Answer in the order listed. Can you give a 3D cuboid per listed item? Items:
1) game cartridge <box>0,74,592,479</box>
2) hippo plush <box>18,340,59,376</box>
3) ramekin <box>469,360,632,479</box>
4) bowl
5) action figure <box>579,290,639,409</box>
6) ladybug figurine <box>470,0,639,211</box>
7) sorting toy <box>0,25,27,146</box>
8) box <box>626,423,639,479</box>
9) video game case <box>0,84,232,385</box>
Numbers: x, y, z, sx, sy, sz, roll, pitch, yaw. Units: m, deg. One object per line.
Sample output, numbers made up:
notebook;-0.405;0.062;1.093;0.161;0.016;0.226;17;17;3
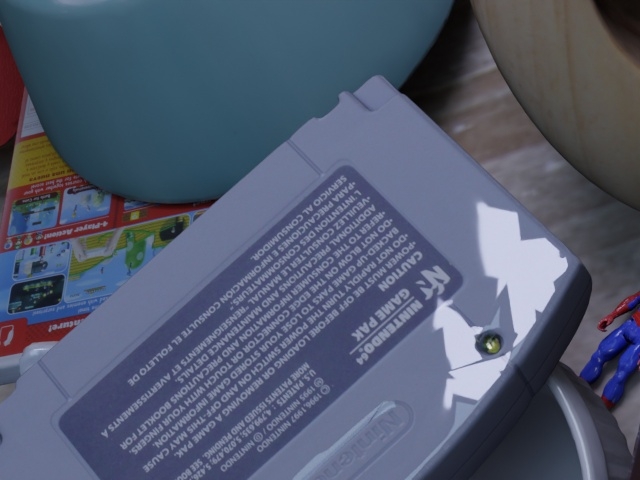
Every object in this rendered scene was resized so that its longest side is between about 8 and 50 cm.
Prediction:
game cartridge;-0.017;0.072;0.923;0.294;0.060;0.196;-41;56;-3
hippo plush;-0.199;0.165;1.039;0.234;0.294;0.236;35;80;-3
ramekin;0.073;0.142;0.987;0.207;0.109;0.207;-5;80;30
bowl;-0.083;-0.196;1.105;0.312;0.163;0.311;-15;53;21
action figure;0.174;0.056;1.025;0.115;0.030;0.038;-51;56;2
ladybug figurine;0.214;-0.228;0.927;0.305;0.162;0.449;1;116;2
sorting toy;-0.286;-0.200;1.283;0.126;0.127;0.365;-29;54;40
box;0.348;0.121;0.810;0.381;0.191;0.143;23;123;29
video game case;-0.106;-0.055;1.148;0.204;0.025;0.285;-11;55;23
